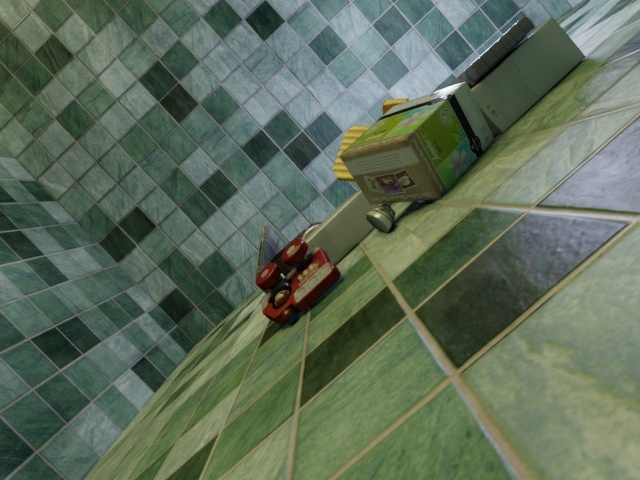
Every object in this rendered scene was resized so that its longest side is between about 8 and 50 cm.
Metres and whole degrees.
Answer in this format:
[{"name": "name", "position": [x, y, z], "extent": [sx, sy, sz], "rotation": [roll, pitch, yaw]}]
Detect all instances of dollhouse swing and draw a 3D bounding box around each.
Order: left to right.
[{"name": "dollhouse swing", "position": [0.211, -0.442, 2.056], "extent": [0.315, 0.305, 0.346], "rotation": [61, -135, -69]}]

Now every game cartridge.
[{"name": "game cartridge", "position": [0.536, -0.583, 1.523], "extent": [0.230, 0.068, 0.355], "rotation": [-46, 3, 2]}]

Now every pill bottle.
[{"name": "pill bottle", "position": [0.000, 0.000, 2.108], "extent": [0.169, 0.169, 0.301], "rotation": [-42, 4, 4]}]

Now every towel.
[{"name": "towel", "position": [-0.258, 0.117, 2.363], "extent": [0.324, 0.056, 0.312], "rotation": [71, -157, -67]}]

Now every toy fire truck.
[{"name": "toy fire truck", "position": [-0.078, 0.153, 1.503], "extent": [0.302, 0.169, 0.254], "rotation": [-43, 23, 7]}]

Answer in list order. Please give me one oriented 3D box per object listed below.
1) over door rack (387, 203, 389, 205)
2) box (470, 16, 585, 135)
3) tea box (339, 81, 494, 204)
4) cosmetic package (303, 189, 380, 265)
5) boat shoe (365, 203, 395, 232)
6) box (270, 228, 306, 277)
[{"name": "over door rack", "position": [0.213, -0.145, 2.179], "extent": [0.239, 0.108, 0.324], "rotation": [-42, 19, 15]}, {"name": "box", "position": [0.629, -0.513, 1.493], "extent": [0.345, 0.168, 0.215], "rotation": [-43, 4, 2]}, {"name": "tea box", "position": [0.303, -0.298, 1.466], "extent": [0.323, 0.220, 0.329], "rotation": [-46, 23, -24]}, {"name": "cosmetic package", "position": [0.074, -0.032, 1.853], "extent": [0.365, 0.155, 0.197], "rotation": [-42, 5, -4]}, {"name": "boat shoe", "position": [0.210, -0.086, 1.552], "extent": [0.084, 0.095, 0.258], "rotation": [-47, 5, 1]}, {"name": "box", "position": [-0.112, 0.081, 2.339], "extent": [0.203, 0.167, 0.168], "rotation": [-41, 4, 21]}]
